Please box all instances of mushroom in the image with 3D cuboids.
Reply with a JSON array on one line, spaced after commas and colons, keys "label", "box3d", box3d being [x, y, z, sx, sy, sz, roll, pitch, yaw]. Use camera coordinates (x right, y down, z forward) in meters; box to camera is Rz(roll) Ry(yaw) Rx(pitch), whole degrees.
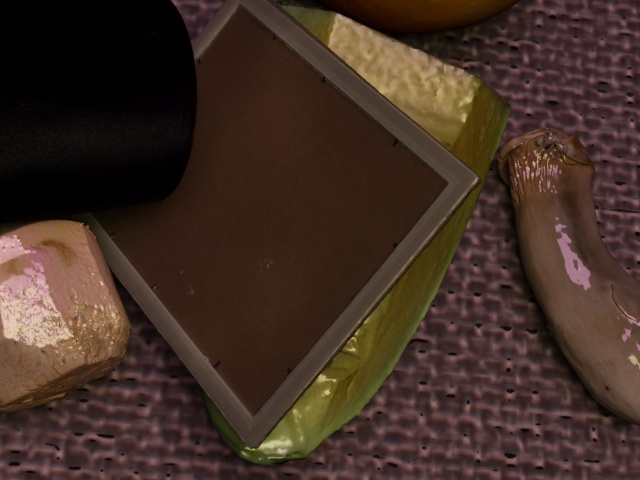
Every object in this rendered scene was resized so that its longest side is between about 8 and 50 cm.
[{"label": "mushroom", "box3d": [0.191, 0.022, 0.924, 0.092, 0.081, 0.223, -29, 73, 1]}]

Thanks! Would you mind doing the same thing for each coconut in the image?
[{"label": "coconut", "box3d": [-0.191, 0.040, 0.843, 0.116, 0.116, 0.122, -24, 78, -16]}]

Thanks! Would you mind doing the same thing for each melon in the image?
[{"label": "melon", "box3d": [0.000, 0.000, 0.883, 0.196, 0.124, 0.323, 21, 74, 0]}]

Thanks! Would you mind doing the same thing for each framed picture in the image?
[{"label": "framed picture", "box3d": [-0.044, -0.028, 0.835, 0.217, 0.017, 0.274, -49, 51, 8]}]

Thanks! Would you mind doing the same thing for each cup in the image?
[{"label": "cup", "box3d": [-0.203, -0.107, 0.834, 0.177, 0.166, 0.239, -5, 28, -31]}]

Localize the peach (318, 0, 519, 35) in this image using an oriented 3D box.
[{"label": "peach", "box3d": [0.073, -0.257, 0.942, 0.231, 0.231, 0.231, 3, 69, -7]}]
